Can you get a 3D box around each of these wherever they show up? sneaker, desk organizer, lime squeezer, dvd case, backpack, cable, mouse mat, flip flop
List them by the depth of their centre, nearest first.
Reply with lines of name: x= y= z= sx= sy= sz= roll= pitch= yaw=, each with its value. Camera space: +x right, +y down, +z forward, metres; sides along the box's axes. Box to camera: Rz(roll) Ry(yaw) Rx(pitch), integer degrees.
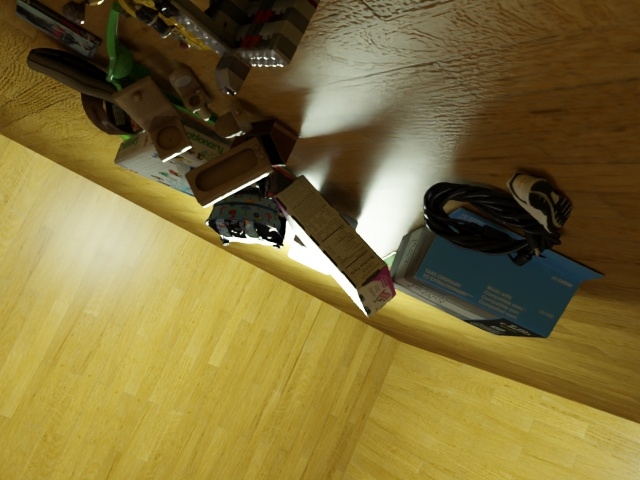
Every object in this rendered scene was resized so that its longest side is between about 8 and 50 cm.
sneaker: x=0.247 y=-0.045 z=0.786 sx=0.109 sy=0.040 sz=0.043 roll=39 pitch=180 yaw=-44
cable: x=0.219 y=-0.021 z=0.915 sx=0.184 sy=0.047 sz=0.150 roll=28 pitch=163 yaw=-13
lime squeezer: x=-0.251 y=-0.229 z=0.966 sx=0.109 sy=0.059 sz=0.310 roll=22 pitch=170 yaw=19
dvd case: x=-0.375 y=-0.304 z=0.996 sx=0.119 sy=0.013 sz=0.087 roll=28 pitch=170 yaw=-24
desk organizer: x=-0.087 y=-0.143 z=1.039 sx=0.047 sy=0.050 sz=0.130 roll=29 pitch=170 yaw=-28
flip flop: x=-0.336 y=-0.213 z=1.090 sx=0.277 sy=0.080 sz=0.112 roll=26 pitch=-163 yaw=1
sneaker: x=-0.086 y=-0.101 z=1.227 sx=0.061 sy=0.065 sz=0.158 roll=19 pitch=169 yaw=30
backpack: x=-0.153 y=-0.056 z=1.431 sx=0.158 sy=0.117 sz=0.173 roll=5 pitch=169 yaw=10
mouse mat: x=0.219 y=0.067 z=1.577 sx=0.152 sy=0.007 sz=0.190 roll=25 pitch=172 yaw=-2

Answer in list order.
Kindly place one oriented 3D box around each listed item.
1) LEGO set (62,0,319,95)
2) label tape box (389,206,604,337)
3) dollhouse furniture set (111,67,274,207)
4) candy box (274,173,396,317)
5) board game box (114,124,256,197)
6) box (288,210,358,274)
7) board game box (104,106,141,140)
LEGO set: x=-0.126 y=-0.205 z=0.332 sx=0.254 sy=0.192 sz=0.331 roll=17 pitch=168 yaw=39
label tape box: x=0.261 y=0.066 z=1.144 sx=0.240 sy=0.106 sz=0.334 roll=25 pitch=171 yaw=-3
dollhouse furniture set: x=-0.169 y=-0.144 z=0.945 sx=0.151 sy=0.144 sz=0.123 roll=63 pitch=-179 yaw=16
candy box: x=0.028 y=0.011 z=1.228 sx=0.233 sy=0.071 sz=0.159 roll=49 pitch=174 yaw=24
board game box: x=-0.258 y=-0.147 z=1.328 sx=0.192 sy=0.053 sz=0.305 roll=23 pitch=168 yaw=-29
box: x=0.000 y=0.000 z=1.491 sx=0.113 sy=0.094 sz=0.275 roll=25 pitch=171 yaw=-3
board game box: x=-0.351 y=-0.198 z=1.468 sx=0.124 sy=0.039 sz=0.259 roll=22 pitch=168 yaw=12
